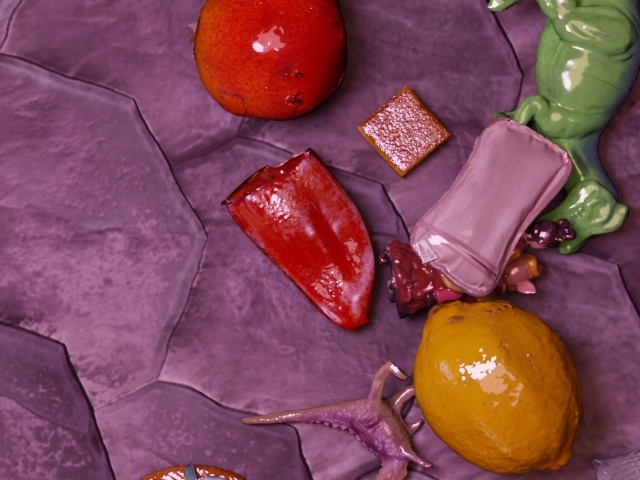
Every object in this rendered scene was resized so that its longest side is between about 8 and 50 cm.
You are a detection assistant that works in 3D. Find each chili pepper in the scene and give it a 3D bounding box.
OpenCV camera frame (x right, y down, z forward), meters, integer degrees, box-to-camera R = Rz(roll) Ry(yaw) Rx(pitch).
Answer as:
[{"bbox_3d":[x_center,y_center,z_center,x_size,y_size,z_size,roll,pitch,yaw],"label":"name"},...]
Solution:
[{"bbox_3d":[0.000,0.000,1.880,0.253,0.136,0.144,52,45,-2],"label":"chili pepper"}]

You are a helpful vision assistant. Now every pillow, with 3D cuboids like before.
[{"bbox_3d":[0.217,-0.046,1.788,0.130,0.038,0.233,34,78,2],"label":"pillow"}]

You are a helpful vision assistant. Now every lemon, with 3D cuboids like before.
[{"bbox_3d":[0.224,0.185,1.784,0.204,0.204,0.260,-38,92,0],"label":"lemon"}]

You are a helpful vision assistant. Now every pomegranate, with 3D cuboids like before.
[{"bbox_3d":[-0.073,-0.260,1.862,0.235,0.210,0.210,24,85,47],"label":"pomegranate"}]

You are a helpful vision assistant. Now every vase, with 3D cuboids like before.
[{"bbox_3d":[0.437,0.289,1.822,0.148,0.081,0.081,-25,83,-1],"label":"vase"}]

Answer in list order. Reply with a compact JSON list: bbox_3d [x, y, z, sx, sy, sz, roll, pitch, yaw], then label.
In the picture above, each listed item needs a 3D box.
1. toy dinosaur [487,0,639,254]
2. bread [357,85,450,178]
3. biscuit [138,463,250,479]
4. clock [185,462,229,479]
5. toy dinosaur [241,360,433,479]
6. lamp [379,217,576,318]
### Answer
[{"bbox_3d":[0.424,-0.262,1.852,0.500,0.144,0.374,-35,87,5],"label":"toy dinosaur"},{"bbox_3d":[0.113,-0.147,1.912,0.090,0.035,0.094,-41,83,0],"label":"bread"},{"bbox_3d":[-0.171,0.448,1.869,0.305,0.038,0.305,-1,82,4],"label":"biscuit"},{"bbox_3d":[-0.144,0.356,1.839,0.101,0.041,0.135,-45,80,-2],"label":"clock"},{"bbox_3d":[0.049,0.244,1.860,0.251,0.072,0.200,36,98,-3],"label":"toy dinosaur"},{"bbox_3d":[0.209,0.032,1.851,0.253,0.118,0.118,-12,83,0],"label":"lamp"}]
